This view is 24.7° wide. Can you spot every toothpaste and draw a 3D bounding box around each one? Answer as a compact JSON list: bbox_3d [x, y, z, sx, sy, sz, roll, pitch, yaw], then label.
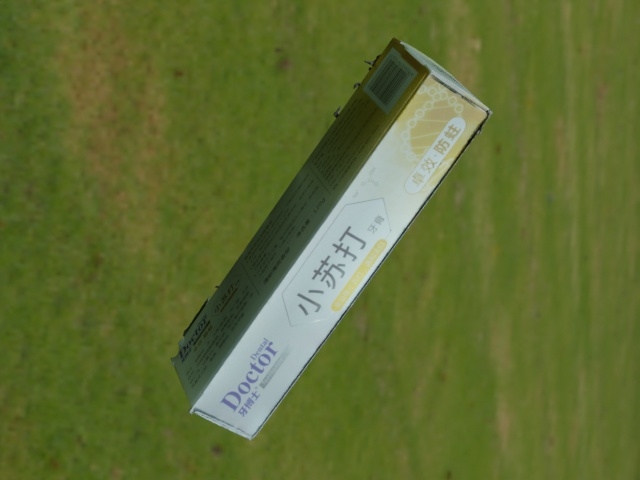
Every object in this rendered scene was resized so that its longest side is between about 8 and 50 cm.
[{"bbox_3d":[0.000,0.000,1.102,0.071,0.089,0.312,30,103,-29],"label":"toothpaste"}]
